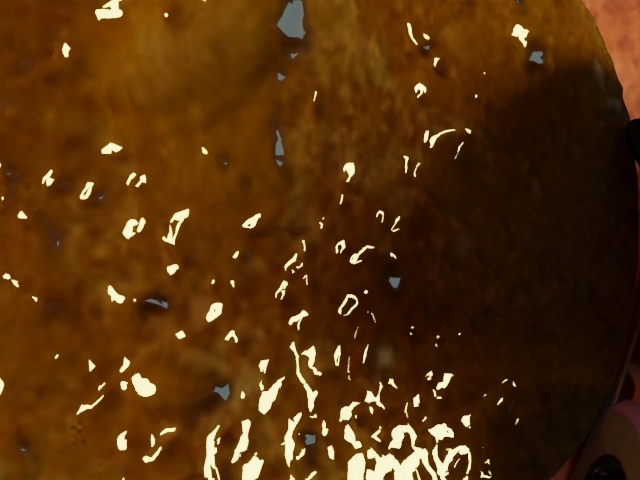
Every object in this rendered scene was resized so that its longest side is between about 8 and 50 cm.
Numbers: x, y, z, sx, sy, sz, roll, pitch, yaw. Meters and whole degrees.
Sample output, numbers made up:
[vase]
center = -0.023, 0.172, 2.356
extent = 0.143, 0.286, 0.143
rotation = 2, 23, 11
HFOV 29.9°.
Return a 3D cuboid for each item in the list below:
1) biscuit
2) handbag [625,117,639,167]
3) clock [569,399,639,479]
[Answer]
[biscuit]
center = -0.001, 0.000, 0.466
extent = 0.367, 0.063, 0.314
rotation = 7, 84, -41
[handbag]
center = 0.282, 0.043, 0.560
extent = 0.332, 0.075, 0.191
rotation = 20, 42, -28
[clock]
center = 0.203, 0.181, 0.529
extent = 0.195, 0.100, 0.194
rotation = 12, 76, -14
